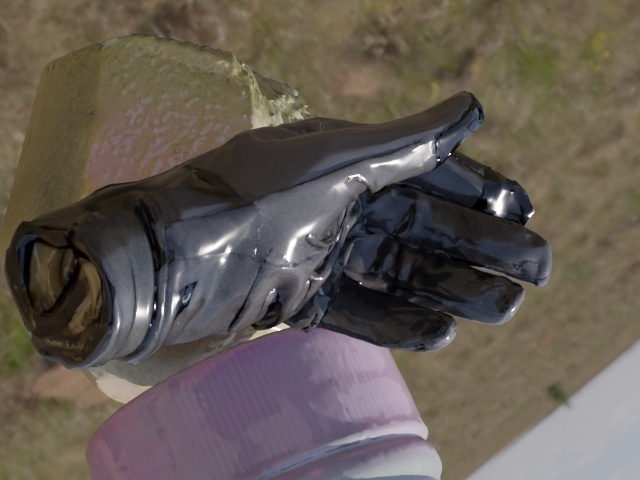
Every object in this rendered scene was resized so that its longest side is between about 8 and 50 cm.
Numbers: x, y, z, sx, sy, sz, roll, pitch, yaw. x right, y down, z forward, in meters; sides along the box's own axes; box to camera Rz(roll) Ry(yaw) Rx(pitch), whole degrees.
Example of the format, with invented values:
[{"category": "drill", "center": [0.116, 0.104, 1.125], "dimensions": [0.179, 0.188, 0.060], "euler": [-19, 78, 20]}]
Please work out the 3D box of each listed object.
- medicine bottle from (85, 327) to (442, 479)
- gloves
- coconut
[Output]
[{"category": "medicine bottle", "center": [0.006, 0.226, 0.807], "dimensions": [0.202, 0.316, 0.202], "euler": [-22, 160, -8]}, {"category": "gloves", "center": [-0.009, -0.006, 0.689], "dimensions": [0.285, 0.119, 0.142], "euler": [-2, 129, -28]}, {"category": "coconut", "center": [-0.109, -0.003, 1.006], "dimensions": [0.233, 0.245, 0.233], "euler": [5, 164, 1]}]
